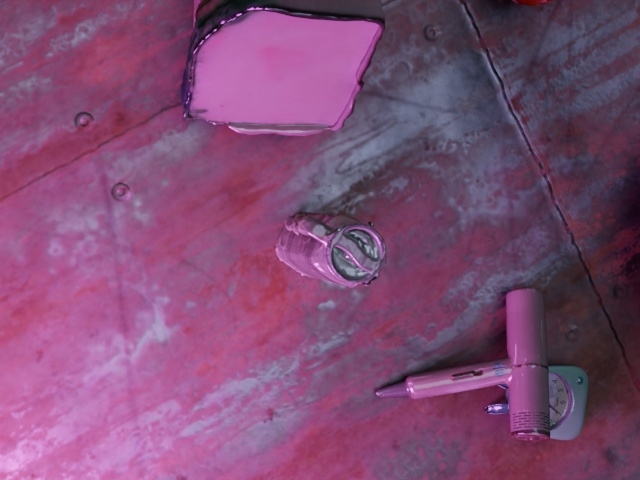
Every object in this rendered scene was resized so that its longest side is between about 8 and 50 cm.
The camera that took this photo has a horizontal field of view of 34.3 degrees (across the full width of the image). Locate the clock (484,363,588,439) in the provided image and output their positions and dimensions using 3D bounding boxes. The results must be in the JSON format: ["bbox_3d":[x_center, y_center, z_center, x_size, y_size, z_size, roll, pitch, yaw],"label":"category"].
[{"bbox_3d":[0.291,0.211,1.389,0.135,0.041,0.101,9,89,-16],"label":"clock"}]

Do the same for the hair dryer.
[{"bbox_3d":[0.185,0.159,1.351,0.220,0.053,0.195,1,68,7],"label":"hair dryer"}]

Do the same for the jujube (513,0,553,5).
[{"bbox_3d":[0.303,-0.399,1.323,0.230,0.155,0.155,-39,102,-19],"label":"jujube"}]

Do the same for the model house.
[{"bbox_3d":[-0.053,-0.281,1.181,0.202,0.237,0.237,1,64,-11],"label":"model house"}]

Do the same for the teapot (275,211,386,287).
[{"bbox_3d":[0.000,0.000,1.212,0.107,0.200,0.077,34,82,-17],"label":"teapot"}]
